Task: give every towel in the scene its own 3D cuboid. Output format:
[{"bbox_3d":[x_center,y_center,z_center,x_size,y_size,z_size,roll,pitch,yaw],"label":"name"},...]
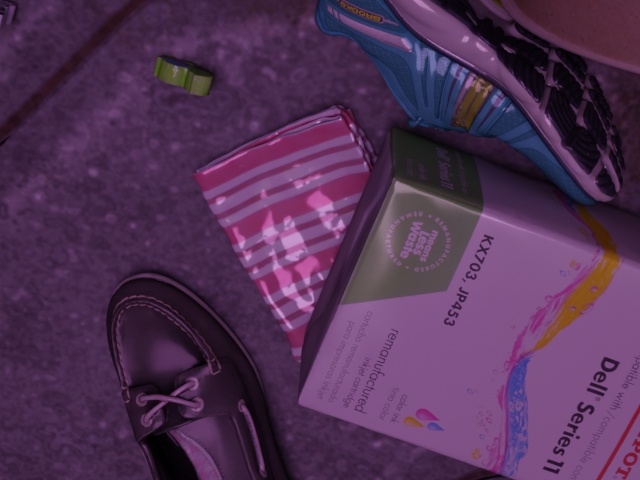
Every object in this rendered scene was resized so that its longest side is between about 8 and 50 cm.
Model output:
[{"bbox_3d":[0.000,0.000,1.052,0.144,0.029,0.197,-23,107,16],"label":"towel"}]

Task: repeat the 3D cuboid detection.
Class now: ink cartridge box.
[{"bbox_3d":[0.182,0.076,0.995,0.354,0.119,0.207,19,112,-7],"label":"ink cartridge box"}]

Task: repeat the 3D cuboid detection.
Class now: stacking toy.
[{"bbox_3d":[-0.164,-0.218,0.977,0.221,0.052,0.167,19,113,-1],"label":"stacking toy"}]

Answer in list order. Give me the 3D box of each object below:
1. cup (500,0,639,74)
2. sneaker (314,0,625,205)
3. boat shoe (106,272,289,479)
[{"bbox_3d":[0.295,-0.243,0.793,0.331,0.331,0.236,11,86,3],"label":"cup"},{"bbox_3d":[0.116,-0.123,0.968,0.275,0.107,0.110,40,130,-4],"label":"sneaker"},{"bbox_3d":[-0.093,0.187,1.100,0.112,0.095,0.335,-19,108,14],"label":"boat shoe"}]
